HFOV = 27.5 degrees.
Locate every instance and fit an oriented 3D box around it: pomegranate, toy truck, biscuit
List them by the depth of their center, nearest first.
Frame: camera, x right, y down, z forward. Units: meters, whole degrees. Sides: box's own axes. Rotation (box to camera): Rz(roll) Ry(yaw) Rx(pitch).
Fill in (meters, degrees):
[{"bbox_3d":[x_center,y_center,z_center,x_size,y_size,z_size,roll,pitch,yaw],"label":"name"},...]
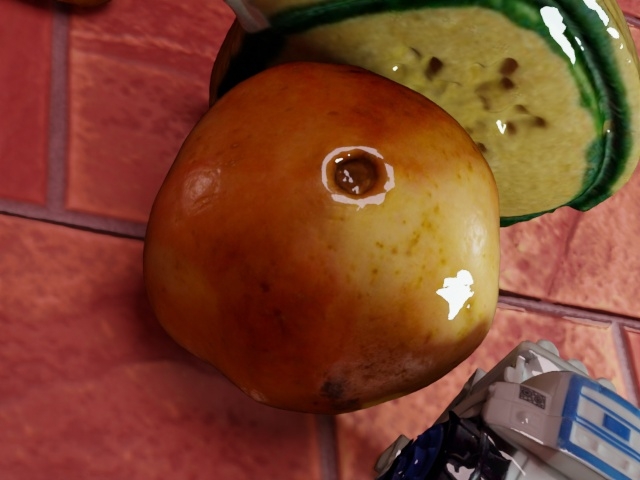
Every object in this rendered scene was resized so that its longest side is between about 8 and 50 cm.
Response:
[{"bbox_3d":[0.095,0.145,0.700,0.161,0.213,0.177,33,43,-8],"label":"toy truck"},{"bbox_3d":[0.001,-0.004,0.758,0.209,0.209,0.209,16,51,-21],"label":"pomegranate"},{"bbox_3d":[0.051,-0.102,0.822,0.344,0.287,0.057,52,39,-50],"label":"biscuit"}]

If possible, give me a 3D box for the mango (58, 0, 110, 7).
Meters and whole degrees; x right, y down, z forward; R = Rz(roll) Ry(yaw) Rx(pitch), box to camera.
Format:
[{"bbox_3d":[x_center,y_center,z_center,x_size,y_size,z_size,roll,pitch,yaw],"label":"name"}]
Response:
[{"bbox_3d":[-0.197,-0.229,0.880,0.159,0.084,0.105,47,53,7],"label":"mango"}]
